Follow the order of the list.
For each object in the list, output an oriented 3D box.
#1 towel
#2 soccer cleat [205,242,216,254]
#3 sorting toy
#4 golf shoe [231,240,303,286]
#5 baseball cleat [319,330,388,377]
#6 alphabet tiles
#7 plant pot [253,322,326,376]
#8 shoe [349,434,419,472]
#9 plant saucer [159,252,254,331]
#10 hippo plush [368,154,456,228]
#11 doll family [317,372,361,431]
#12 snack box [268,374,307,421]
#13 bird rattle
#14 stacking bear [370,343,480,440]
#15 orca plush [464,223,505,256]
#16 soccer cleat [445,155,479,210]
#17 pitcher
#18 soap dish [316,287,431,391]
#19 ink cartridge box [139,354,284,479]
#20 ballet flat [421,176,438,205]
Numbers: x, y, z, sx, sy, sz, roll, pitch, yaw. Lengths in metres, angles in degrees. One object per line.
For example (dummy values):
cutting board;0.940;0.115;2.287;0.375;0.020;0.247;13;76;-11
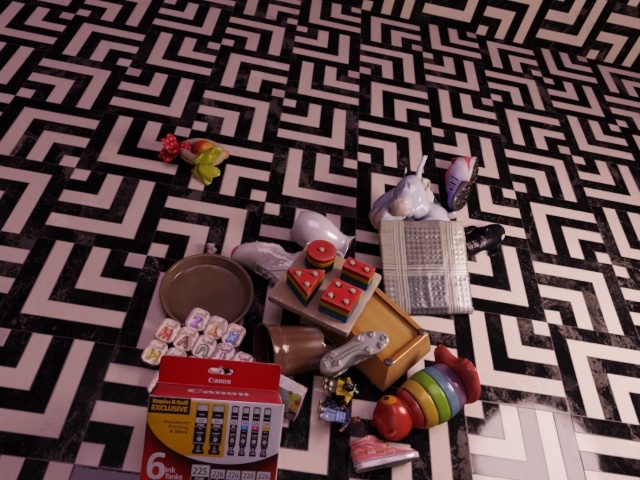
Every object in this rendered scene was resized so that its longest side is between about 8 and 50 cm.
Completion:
towel;0.342;0.085;1.944;0.312;0.056;0.324;0;77;-12
soccer cleat;-0.349;0.039;1.896;0.036;0.029;0.083;-7;46;-15
sorting toy;0.021;0.116;1.724;0.256;0.089;0.257;24;45;14
golf shoe;-0.134;0.091;1.851;0.307;0.115;0.140;11;50;-3
baseball cleat;0.088;0.311;1.625;0.206;0.109;0.072;-19;64;-13
alphabet tiles;-0.333;0.322;1.613;0.284;0.021;0.278;23;56;4
plant pot;-0.082;0.305;1.639;0.165;0.167;0.167;-1;48;-25
shoe;0.164;0.545;1.539;0.178;0.063;0.081;-6;55;-14
plant saucer;-0.339;0.158;1.772;0.278;0.041;0.277;7;51;-8
hippo plush;0.332;-0.093;2.116;0.236;0.234;0.294;42;52;-11
doll family;0.057;0.437;1.610;0.112;0.076;0.193;17;51;-5
snack box;-0.096;0.408;1.543;0.100;0.141;0.037;26;47;10
bird rattle;-0.455;-0.313;2.162;0.254;0.143;0.207;23;33;24
stacking bear;0.272;0.437;1.608;0.289;0.164;0.175;-25;21;-19
orca plush;0.566;-0.023;2.142;0.287;0.102;0.151;-4;49;-18
soccer cleat;0.538;-0.227;2.339;0.117;0.108;0.318;9;45;25
pitcher;0.000;0.000;1.958;0.207;0.125;0.177;27;38;-2
soap dish;0.161;0.271;1.754;0.229;0.118;0.291;-30;62;-35
ink cartridge box;-0.250;0.426;1.399;0.310;0.130;0.271;6;89;-9
ballet flat;0.399;-0.185;2.259;0.083;0.087;0.247;0;48;-14
